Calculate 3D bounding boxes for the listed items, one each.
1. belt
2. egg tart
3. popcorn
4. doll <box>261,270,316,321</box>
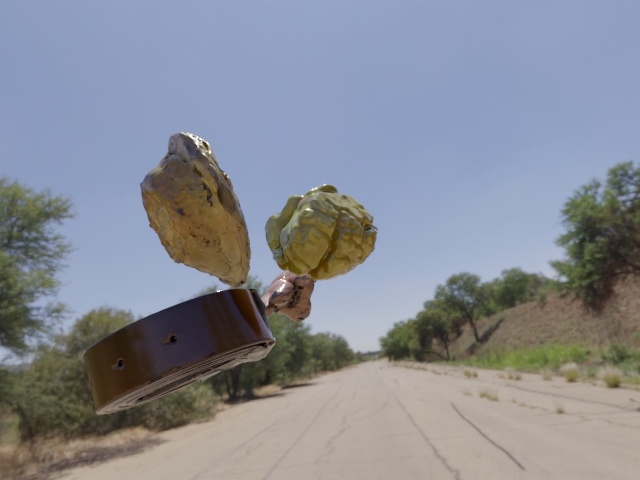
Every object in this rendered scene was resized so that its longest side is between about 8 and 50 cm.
[{"bbox_3d":[-0.253,0.203,0.871,0.339,0.122,0.217,-25,-18,4],"label":"belt"},{"bbox_3d":[-0.097,-0.017,0.361,0.049,0.128,0.129,-25,-5,-29],"label":"egg tart"},{"bbox_3d":[0.000,0.000,0.933,0.200,0.226,0.203,33,-56,-22],"label":"popcorn"},{"bbox_3d":[-0.094,0.182,1.408,0.201,0.156,0.303,-34,3,12],"label":"doll"}]
